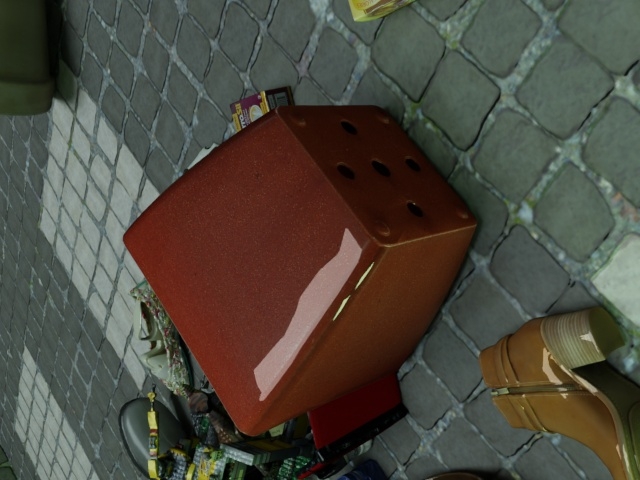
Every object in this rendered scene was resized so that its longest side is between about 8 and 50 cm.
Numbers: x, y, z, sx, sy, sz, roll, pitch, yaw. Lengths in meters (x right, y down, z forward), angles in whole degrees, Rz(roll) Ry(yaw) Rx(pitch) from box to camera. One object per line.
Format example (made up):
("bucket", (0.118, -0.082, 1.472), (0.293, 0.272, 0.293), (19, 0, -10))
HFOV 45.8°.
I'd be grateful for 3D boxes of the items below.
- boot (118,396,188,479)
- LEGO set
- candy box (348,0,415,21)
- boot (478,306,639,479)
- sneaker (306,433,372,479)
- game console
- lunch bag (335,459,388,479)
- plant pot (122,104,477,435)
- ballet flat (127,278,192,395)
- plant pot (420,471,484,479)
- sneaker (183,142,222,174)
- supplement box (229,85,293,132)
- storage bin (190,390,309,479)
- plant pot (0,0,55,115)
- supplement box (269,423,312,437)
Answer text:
("boot", (-0.217, 0.408, 1.366), (0.338, 0.118, 0.223), (56, 138, 1))
("LEGO set", (-0.127, 0.217, 0.976), (0.255, 0.192, 0.331), (21, 90, 28))
("candy box", (0.059, -0.325, 0.745), (0.109, 0.053, 0.186), (-11, 98, 51))
("boot", (0.239, 0.169, 0.726), (0.152, 0.073, 0.197), (-34, 66, 50))
("sneaker", (0.000, 0.301, 1.066), (0.170, 0.075, 0.063), (-42, 73, 50))
("game console", (0.028, 0.215, 0.940), (0.085, 0.144, 0.124), (59, 141, 16))
("lunch bag", (0.050, 0.349, 1.034), (0.067, 0.065, 0.098), (55, 140, 19))
("plant pot", (0.000, 0.000, 0.810), (0.267, 0.267, 0.235), (53, 127, 21))
("ballet flat", (-0.297, 0.180, 1.374), (0.091, 0.077, 0.240), (3, 108, 49))
("plant pot", (0.155, 0.422, 0.850), (0.215, 0.215, 0.230), (-25, 99, 52))
("sneaker", (-0.170, -0.115, 1.131), (0.109, 0.040, 0.043), (-13, 79, 49))
("supplement box", (-0.074, -0.163, 0.982), (0.083, 0.043, 0.055), (-7, 101, 52))
("storage bin", (-0.108, 0.311, 1.164), (0.084, 0.122, 0.180), (-16, 93, 52))
("plant pot", (-0.631, -0.411, 1.378), (0.323, 0.323, 0.280), (32, 112, 39))
("supplement box", (-0.042, 0.245, 1.108), (0.083, 0.056, 0.083), (-38, 75, 51))
